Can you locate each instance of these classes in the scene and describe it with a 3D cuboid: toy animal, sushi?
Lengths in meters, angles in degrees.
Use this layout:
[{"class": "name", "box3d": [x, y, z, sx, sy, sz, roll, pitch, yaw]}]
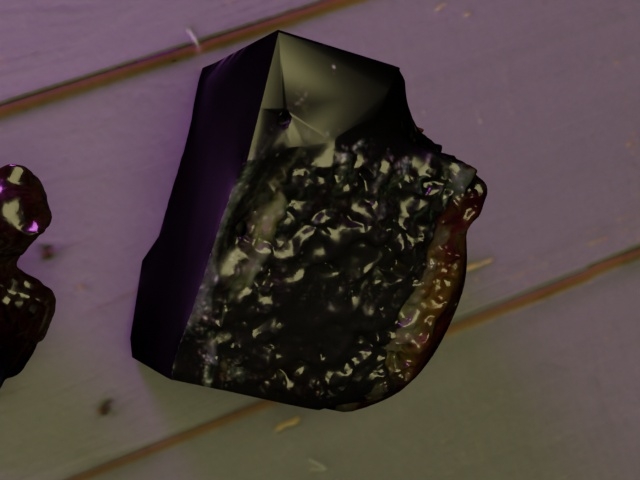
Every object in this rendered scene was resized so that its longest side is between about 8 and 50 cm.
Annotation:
[{"class": "toy animal", "box3d": [-0.255, 0.008, 0.879, 0.116, 0.179, 0.219, -32, 99, -39]}, {"class": "sushi", "box3d": [0.000, 0.001, 0.929, 0.212, 0.215, 0.227, 14, 87, -16]}]
